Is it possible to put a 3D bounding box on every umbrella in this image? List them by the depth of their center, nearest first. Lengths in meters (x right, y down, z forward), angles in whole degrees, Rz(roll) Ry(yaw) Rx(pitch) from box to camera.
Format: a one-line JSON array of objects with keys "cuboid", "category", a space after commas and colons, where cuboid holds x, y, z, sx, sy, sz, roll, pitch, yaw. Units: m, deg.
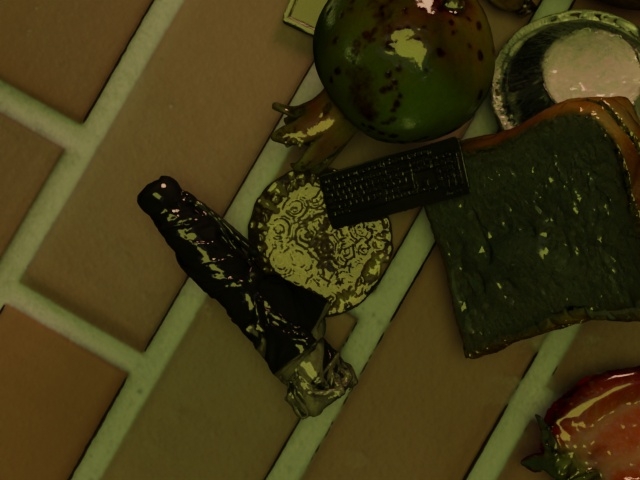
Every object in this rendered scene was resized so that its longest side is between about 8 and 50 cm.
[{"cuboid": [-0.086, 0.060, 1.226, 0.106, 0.113, 0.357, -37, 98, 18], "category": "umbrella"}]

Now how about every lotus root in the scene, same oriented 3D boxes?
[{"cuboid": [0.225, -0.352, 1.279, 0.072, 0.063, 0.151, -31, 96, -28], "category": "lotus root"}]

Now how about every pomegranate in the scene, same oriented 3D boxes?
[{"cuboid": [0.064, -0.220, 1.204, 0.286, 0.231, 0.230, -13, 90, 29], "category": "pomegranate"}]

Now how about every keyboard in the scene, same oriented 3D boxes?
[{"cuboid": [0.088, -0.069, 1.233, 0.197, 0.015, 0.074, -14, 83, 29], "category": "keyboard"}]

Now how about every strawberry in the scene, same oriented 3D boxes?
[{"cuboid": [0.376, 0.232, 1.267, 0.174, 0.098, 0.228, 35, 77, 15], "category": "strawberry"}]

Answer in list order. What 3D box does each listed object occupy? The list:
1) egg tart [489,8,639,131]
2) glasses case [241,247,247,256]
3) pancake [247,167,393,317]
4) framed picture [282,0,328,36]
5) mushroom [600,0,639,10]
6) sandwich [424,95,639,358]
[{"cuboid": [0.331, -0.192, 1.250, 0.234, 0.094, 0.234, -1, 76, 2], "category": "egg tart"}, {"cuboid": [-0.107, 0.046, 1.291, 0.032, 0.021, 0.083, -8, 91, -4], "category": "glasses case"}, {"cuboid": [0.000, 0.000, 1.294, 0.199, 0.021, 0.199, 0, 89, -2], "category": "pancake"}, {"cuboid": [0.085, -0.361, 1.298, 0.189, 0.023, 0.259, 24, 89, -1], "category": "framed picture"}, {"cuboid": [0.371, -0.419, 1.217, 0.283, 0.195, 0.263, -1, 126, 2], "category": "mushroom"}, {"cuboid": [0.269, -0.014, 1.177, 0.099, 0.301, 0.271, -19, 90, -44], "category": "sandwich"}]
